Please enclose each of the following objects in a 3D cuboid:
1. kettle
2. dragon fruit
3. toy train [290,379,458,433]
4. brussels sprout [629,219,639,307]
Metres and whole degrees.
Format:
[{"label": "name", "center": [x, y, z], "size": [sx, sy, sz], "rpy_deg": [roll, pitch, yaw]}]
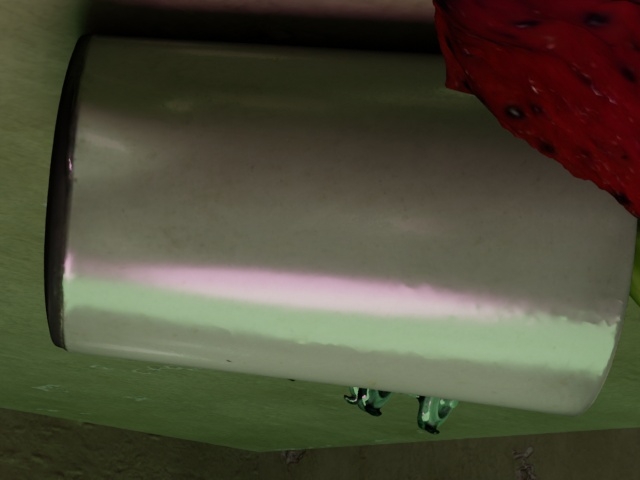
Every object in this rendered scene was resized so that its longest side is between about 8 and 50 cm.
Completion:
[{"label": "kettle", "center": [0.000, 0.000, 1.108], "size": [0.377, 0.250, 0.361], "rpy_deg": [5, 161, -5]}, {"label": "dragon fruit", "center": [0.196, -0.103, 0.720], "size": [0.302, 0.240, 0.330], "rpy_deg": [-21, 168, 11]}, {"label": "toy train", "center": [0.071, 0.069, 1.460], "size": [0.120, 0.202, 0.301], "rpy_deg": [15, 173, 28]}, {"label": "brussels sprout", "center": [0.304, -0.030, 1.043], "size": [0.244, 0.244, 0.244], "rpy_deg": [1, 165, 0]}]
